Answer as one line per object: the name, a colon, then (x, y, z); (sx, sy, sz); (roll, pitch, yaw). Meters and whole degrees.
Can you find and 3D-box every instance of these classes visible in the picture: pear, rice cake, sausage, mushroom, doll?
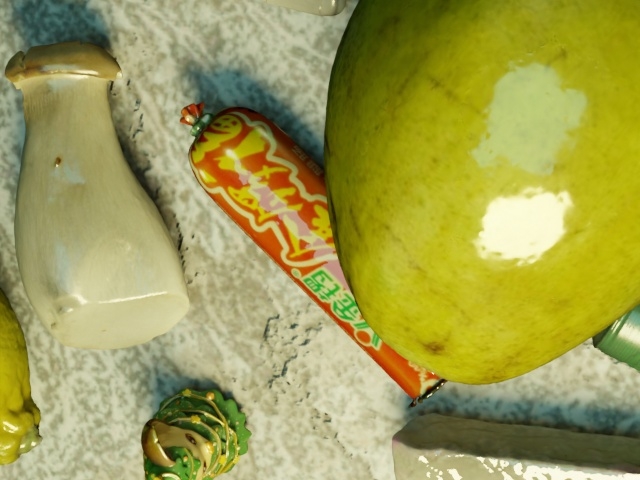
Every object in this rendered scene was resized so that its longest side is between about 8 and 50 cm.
pear: (0.129, -0.069, 0.783); (0.253, 0.253, 0.307); (29, 116, 4)
rice cake: (0.247, 0.176, 0.917); (0.399, 0.064, 0.070); (6, 116, 13)
sausage: (0.000, 0.000, 0.924); (0.264, 0.083, 0.083); (44, 111, 0)
mushroom: (-0.171, -0.028, 0.956); (0.116, 0.093, 0.225); (-17, 92, 3)
doll: (-0.111, 0.161, 0.979); (0.077, 0.113, 0.078); (-17, 101, 32)

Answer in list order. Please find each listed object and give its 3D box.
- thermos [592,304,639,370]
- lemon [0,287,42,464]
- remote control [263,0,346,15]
thermos: (0.250, 0.065, 0.879); (0.188, 0.073, 0.083); (28, 112, 5)
lemon: (-0.312, 0.082, 0.971); (0.248, 0.184, 0.184); (36, 111, -10)
remote control: (-0.006, -0.267, 0.838); (0.067, 0.029, 0.261); (17, 126, 19)
